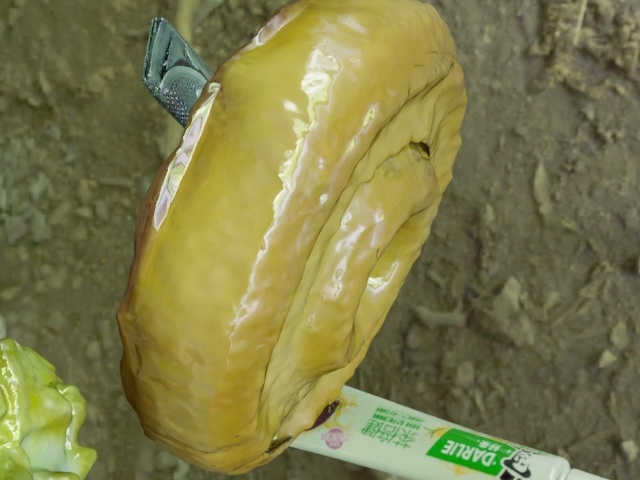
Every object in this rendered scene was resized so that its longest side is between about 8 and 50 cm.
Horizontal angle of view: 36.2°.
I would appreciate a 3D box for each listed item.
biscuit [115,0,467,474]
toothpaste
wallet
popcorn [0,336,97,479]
[{"bbox_3d":[0.000,0.000,0.570,0.102,0.296,0.296,25,116,18],"label":"biscuit"},{"bbox_3d":[0.081,0.165,0.779,0.315,0.058,0.055,13,96,28],"label":"toothpaste"},{"bbox_3d":[-0.116,-0.137,0.906,0.026,0.129,0.088,-18,50,23],"label":"wallet"},{"bbox_3d":[-0.231,0.153,0.608,0.212,0.198,0.197,29,115,38],"label":"popcorn"}]
